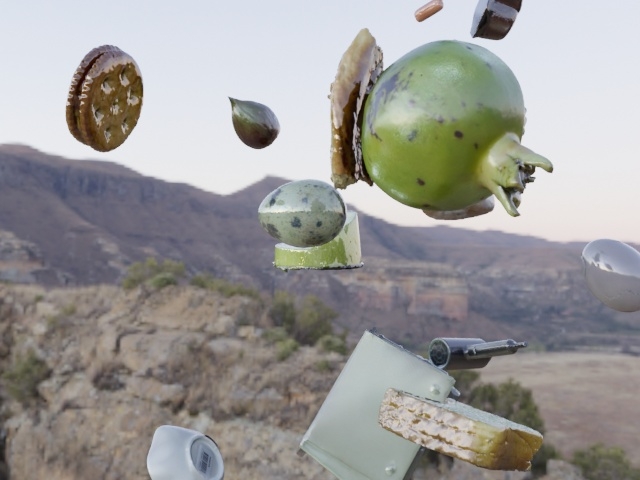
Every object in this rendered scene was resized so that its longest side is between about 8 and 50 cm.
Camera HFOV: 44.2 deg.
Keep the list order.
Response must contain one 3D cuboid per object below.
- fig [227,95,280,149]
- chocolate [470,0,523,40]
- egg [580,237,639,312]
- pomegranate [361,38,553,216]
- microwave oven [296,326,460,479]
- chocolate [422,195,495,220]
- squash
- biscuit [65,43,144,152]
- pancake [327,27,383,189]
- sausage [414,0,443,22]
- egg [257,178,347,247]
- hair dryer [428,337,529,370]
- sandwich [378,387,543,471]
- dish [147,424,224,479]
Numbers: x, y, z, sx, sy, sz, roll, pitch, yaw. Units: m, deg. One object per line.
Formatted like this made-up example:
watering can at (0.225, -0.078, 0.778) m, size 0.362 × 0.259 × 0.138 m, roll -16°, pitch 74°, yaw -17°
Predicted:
fig at (-0.166, -0.289, 1.875) m, size 0.103 × 0.154 × 0.109 m, roll -40°, pitch 17°, yaw 8°
chocolate at (0.370, -0.475, 1.651) m, size 0.080 × 0.148 × 0.125 m, roll 18°, pitch -2°, yaw -4°
egg at (0.714, 0.083, 1.899) m, size 0.146 × 0.198 × 0.146 m, roll -41°, pitch -11°, yaw -10°
pomegranate at (0.198, -0.152, 1.161) m, size 0.260 × 0.260 × 0.341 m, roll 3°, pitch 27°, yaw -37°
microwave oven at (0.132, 0.401, 1.779) m, size 0.247 × 0.333 × 0.394 m, roll 31°, pitch -7°, yaw 8°
chocolate at (0.281, -0.191, 1.758) m, size 0.185 × 0.303 × 0.100 m, roll -5°, pitch 7°, yaw 26°
squash at (-0.010, 0.011, 1.864) m, size 0.220 × 0.133 × 0.220 m, roll -6°, pitch 8°, yaw 1°
biscuit at (-0.441, -0.292, 1.629) m, size 0.066 × 0.220 × 0.220 m, roll 20°, pitch 3°, yaw 15°
pancake at (0.095, -0.188, 1.315) m, size 0.057 × 0.266 × 0.244 m, roll 4°, pitch -24°, yaw 45°
sausage at (0.266, -0.566, 1.935) m, size 0.034 × 0.034 × 0.083 m, roll 4°, pitch -18°, yaw -42°
egg at (-0.037, -0.054, 1.603) m, size 0.182 × 0.141 × 0.141 m, roll -5°, pitch -3°, yaw 2°
hair dryer at (0.408, 0.261, 1.860) m, size 0.196 × 0.078 × 0.248 m, roll 4°, pitch -13°, yaw -35°
sandwich at (0.208, 0.279, 1.157) m, size 0.186 × 0.065 × 0.215 m, roll 13°, pitch -7°, yaw 41°
dish at (-0.231, 0.417, 1.462) m, size 0.066 × 0.190 × 0.191 m, roll -33°, pitch -17°, yaw 22°
